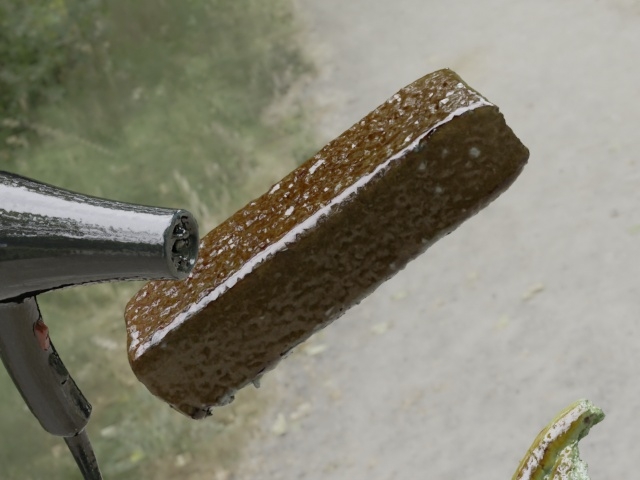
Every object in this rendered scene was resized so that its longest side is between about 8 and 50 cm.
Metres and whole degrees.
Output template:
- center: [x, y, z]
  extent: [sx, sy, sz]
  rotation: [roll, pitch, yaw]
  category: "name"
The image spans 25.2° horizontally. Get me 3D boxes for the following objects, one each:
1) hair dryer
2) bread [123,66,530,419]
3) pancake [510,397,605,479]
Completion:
- center: [-0.169, 0.069, 0.991]
  extent: [0.235, 0.272, 0.091]
  rotation: [3, 40, 21]
  category: "hair dryer"
- center: [0.000, 0.000, 1.371]
  extent: [0.416, 0.113, 0.165]
  rotation: [-37, 24, 7]
  category: "bread"
- center: [0.346, 0.408, 2.147]
  extent: [0.197, 0.054, 0.377]
  rotation: [-5, 60, 40]
  category: "pancake"
